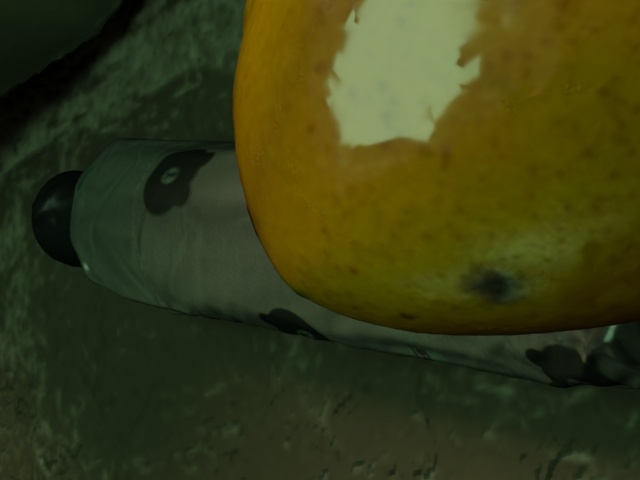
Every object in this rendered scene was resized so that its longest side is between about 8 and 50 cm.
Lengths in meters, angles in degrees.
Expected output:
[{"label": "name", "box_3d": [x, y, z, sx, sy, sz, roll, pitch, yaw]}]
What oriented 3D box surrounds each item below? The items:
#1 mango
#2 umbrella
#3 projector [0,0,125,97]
[{"label": "mango", "box_3d": [0.093, -0.095, 0.434, 0.191, 0.160, 0.290, 34, 89, 9]}, {"label": "umbrella", "box_3d": [0.000, 0.000, 0.619, 0.337, 0.067, 0.073, 7, 80, 49]}, {"label": "projector", "box_3d": [-0.252, -0.191, 0.741, 0.248, 0.249, 0.249, -30, 63, 21]}]
